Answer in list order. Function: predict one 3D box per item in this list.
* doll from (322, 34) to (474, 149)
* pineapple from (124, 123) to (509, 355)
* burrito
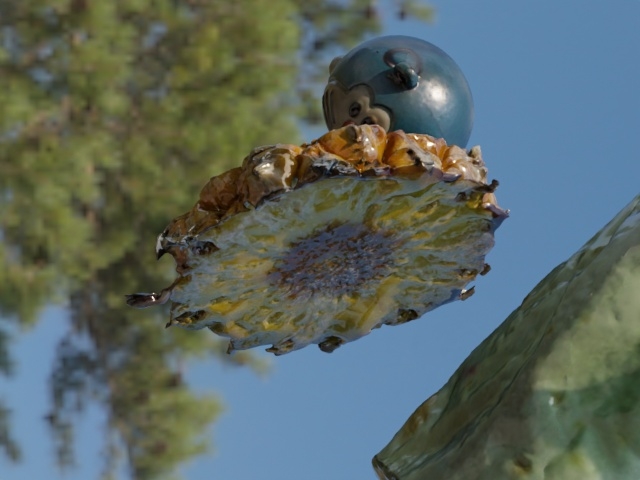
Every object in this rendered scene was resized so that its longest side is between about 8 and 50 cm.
[{"bbox_3d":[0.043,-0.065,1.068,0.114,0.085,0.152,49,-17,13],"label":"doll"},{"bbox_3d":[0.000,0.000,1.013,0.221,0.221,0.047,-50,-134,45],"label":"pineapple"},{"bbox_3d":[0.124,0.042,0.736,0.229,0.089,0.144,-49,-156,1],"label":"burrito"}]
